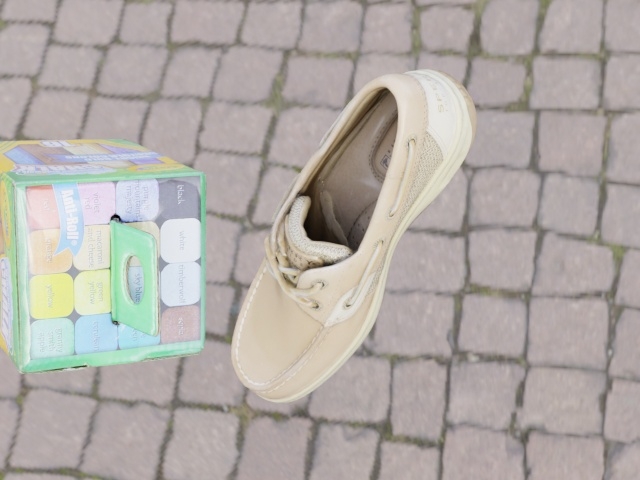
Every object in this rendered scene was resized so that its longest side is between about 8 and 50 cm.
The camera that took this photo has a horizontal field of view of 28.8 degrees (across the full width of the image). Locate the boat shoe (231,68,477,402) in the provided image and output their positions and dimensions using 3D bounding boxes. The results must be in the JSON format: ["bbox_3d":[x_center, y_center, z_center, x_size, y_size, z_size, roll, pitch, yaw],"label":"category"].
[{"bbox_3d":[0.000,0.000,1.057,0.122,0.110,0.341,40,115,26],"label":"boat shoe"}]

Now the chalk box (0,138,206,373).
[{"bbox_3d":[-0.160,0.009,0.860,0.132,0.213,0.132,-4,103,-25],"label":"chalk box"}]
